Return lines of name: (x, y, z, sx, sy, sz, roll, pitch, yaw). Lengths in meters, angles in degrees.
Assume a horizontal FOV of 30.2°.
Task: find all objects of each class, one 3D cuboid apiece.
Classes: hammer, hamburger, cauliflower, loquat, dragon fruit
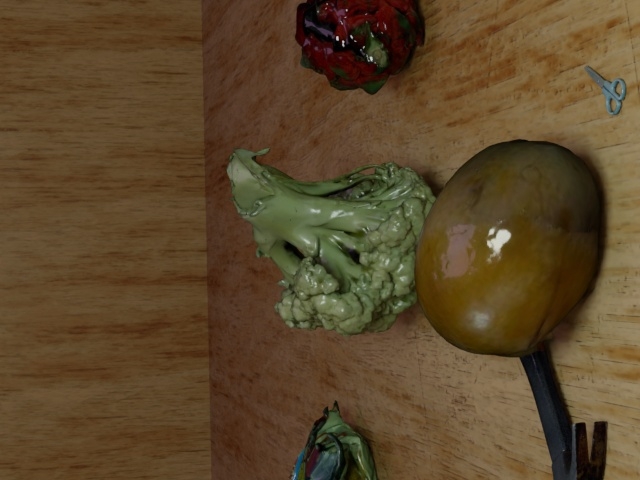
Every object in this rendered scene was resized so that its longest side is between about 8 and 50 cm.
hammer: (0.233, 0.140, 1.247, 0.137, 0.037, 0.289, 110, 154, -54)
hamburger: (0.025, 0.414, 1.879, 0.276, 0.151, 0.260, -91, 20, -80)
cauliflower: (0.016, 0.016, 1.576, 0.327, 0.281, 0.260, -55, 41, 46)
loquat: (0.185, 0.006, 1.166, 0.179, 0.179, 0.227, -115, 37, -57)
dragon fruit: (0.051, -0.293, 1.645, 0.188, 0.182, 0.182, 133, 134, -67)

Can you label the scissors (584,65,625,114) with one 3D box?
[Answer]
scissors: (0.272, -0.151, 1.144, 0.083, 0.006, 0.036, -113, 29, -54)
